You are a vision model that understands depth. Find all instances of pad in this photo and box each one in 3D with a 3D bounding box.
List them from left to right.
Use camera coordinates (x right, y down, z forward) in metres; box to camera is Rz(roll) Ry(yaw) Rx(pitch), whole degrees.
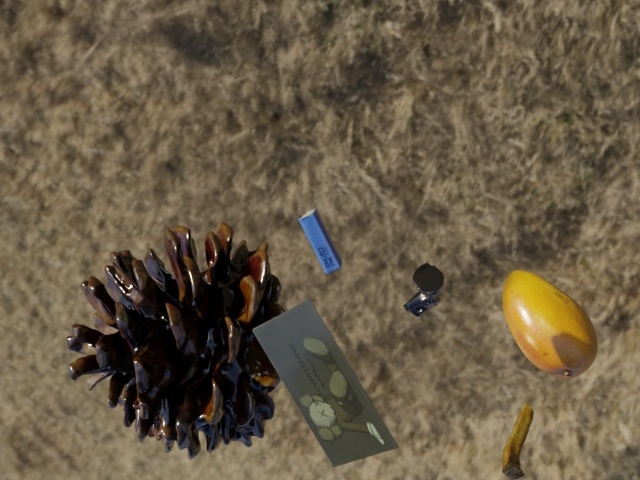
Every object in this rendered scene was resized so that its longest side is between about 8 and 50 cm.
[{"bbox_3d":[0.002,0.165,1.113,0.127,0.004,0.190,-33,87,50],"label":"pad"}]

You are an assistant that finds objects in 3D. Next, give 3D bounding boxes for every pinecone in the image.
[{"bbox_3d":[-0.228,0.161,1.601,0.398,0.397,0.397,20,146,14],"label":"pinecone"}]

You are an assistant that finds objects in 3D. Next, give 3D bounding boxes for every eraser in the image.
[{"bbox_3d":[0.000,0.000,1.351,0.027,0.063,0.084,-26,96,7],"label":"eraser"}]

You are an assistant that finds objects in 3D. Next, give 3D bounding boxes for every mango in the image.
[{"bbox_3d":[0.405,0.147,1.765,0.219,0.145,0.112,54,142,15],"label":"mango"}]

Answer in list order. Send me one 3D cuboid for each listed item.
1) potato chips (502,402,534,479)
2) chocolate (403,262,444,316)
[{"bbox_3d":[0.291,0.298,1.447,0.026,0.204,0.037,40,114,3],"label":"potato chips"},{"bbox_3d":[0.205,0.099,1.922,0.072,0.070,0.147,5,159,-1],"label":"chocolate"}]
